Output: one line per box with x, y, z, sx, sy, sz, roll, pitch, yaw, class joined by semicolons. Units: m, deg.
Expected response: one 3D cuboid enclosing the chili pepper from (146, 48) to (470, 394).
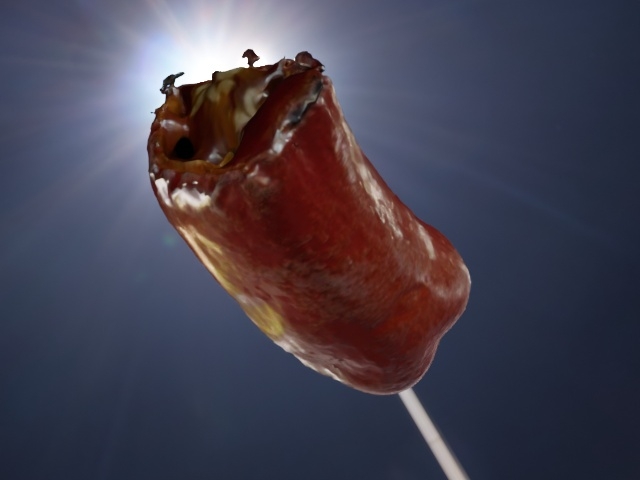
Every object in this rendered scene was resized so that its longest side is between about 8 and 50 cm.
0.000;0.000;0.410;0.073;0.070;0.123;-29;-50;16;chili pepper
